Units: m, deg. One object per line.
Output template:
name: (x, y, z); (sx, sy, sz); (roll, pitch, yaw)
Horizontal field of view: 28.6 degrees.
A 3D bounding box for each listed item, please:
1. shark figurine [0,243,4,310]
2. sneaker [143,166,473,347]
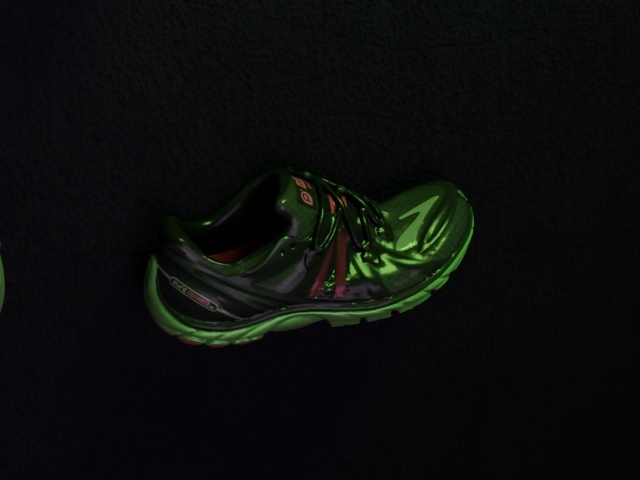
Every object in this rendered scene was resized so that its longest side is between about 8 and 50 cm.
shark figurine: (-0.439, 0.111, 1.559); (0.166, 0.116, 0.278); (31, 101, -38)
sneaker: (0.000, 0.000, 1.689); (0.482, 0.185, 0.202); (-16, 127, -22)
